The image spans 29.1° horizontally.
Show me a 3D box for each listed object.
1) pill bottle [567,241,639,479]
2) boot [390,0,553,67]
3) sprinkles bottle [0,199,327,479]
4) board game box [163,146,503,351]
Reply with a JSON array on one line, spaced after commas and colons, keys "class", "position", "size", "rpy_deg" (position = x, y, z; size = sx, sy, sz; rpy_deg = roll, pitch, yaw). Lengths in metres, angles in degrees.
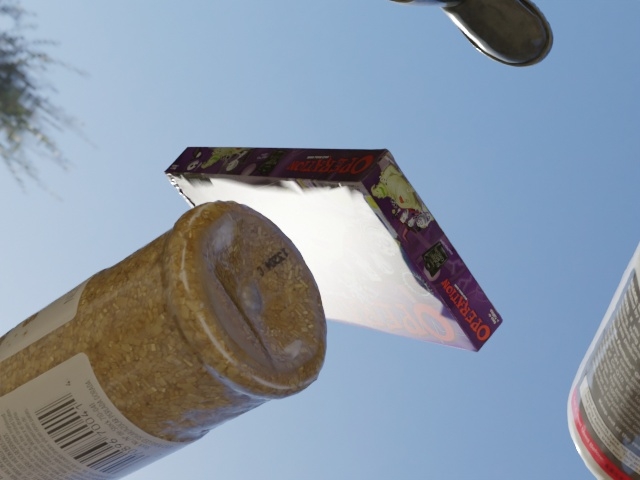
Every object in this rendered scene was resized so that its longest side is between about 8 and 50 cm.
[{"class": "pill bottle", "position": [0.314, 0.068, 0.956], "size": [0.318, 0.176, 0.176], "rpy_deg": [99, -5, -51]}, {"class": "boot", "position": [0.120, -0.231, 1.147], "size": [0.190, 0.208, 0.076], "rpy_deg": [37, -77, 13]}, {"class": "sprinkles bottle", "position": [-0.161, 0.103, 0.768], "size": [0.355, 0.121, 0.121], "rpy_deg": [-30, -139, 32]}, {"class": "board game box", "position": [0.000, 0.000, 1.196], "size": [0.056, 0.208, 0.347], "rpy_deg": [-52, -151, -20]}]
